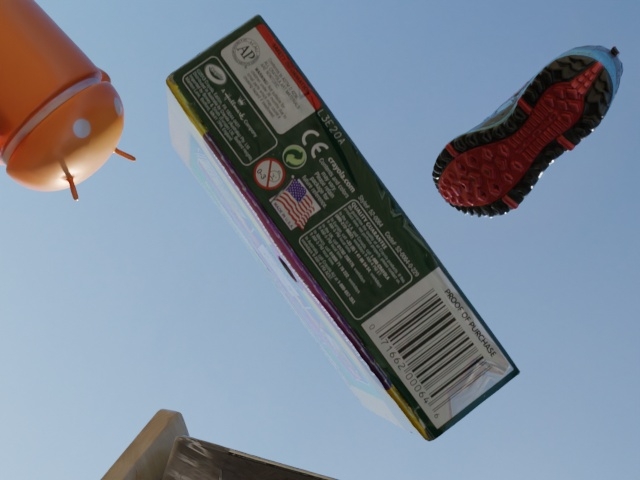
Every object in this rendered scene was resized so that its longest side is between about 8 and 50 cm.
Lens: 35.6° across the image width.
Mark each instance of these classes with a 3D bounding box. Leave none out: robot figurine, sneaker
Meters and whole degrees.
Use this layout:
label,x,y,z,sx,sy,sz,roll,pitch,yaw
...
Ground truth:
label,x,y,z,sx,sy,sz,roll,pitch,yaw
robot figurine,-0.264,-0.135,0.892,0.128,0.219,0.158,-43,-178,-3
sneaker,0.236,-0.119,1.103,0.104,0.125,0.262,51,-48,-1

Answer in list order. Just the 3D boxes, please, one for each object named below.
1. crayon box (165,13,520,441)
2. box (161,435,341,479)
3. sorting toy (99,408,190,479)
label,x,y,z,sx,sy,sz,roll,pitch,yaw
crayon box,0.000,0.000,0.947,0.106,0.363,0.313,-36,-179,-8
box,0.056,0.238,0.742,0.242,0.307,0.077,8,-108,31
sorting toy,-0.151,0.346,0.966,0.089,0.255,0.257,3,-58,27
